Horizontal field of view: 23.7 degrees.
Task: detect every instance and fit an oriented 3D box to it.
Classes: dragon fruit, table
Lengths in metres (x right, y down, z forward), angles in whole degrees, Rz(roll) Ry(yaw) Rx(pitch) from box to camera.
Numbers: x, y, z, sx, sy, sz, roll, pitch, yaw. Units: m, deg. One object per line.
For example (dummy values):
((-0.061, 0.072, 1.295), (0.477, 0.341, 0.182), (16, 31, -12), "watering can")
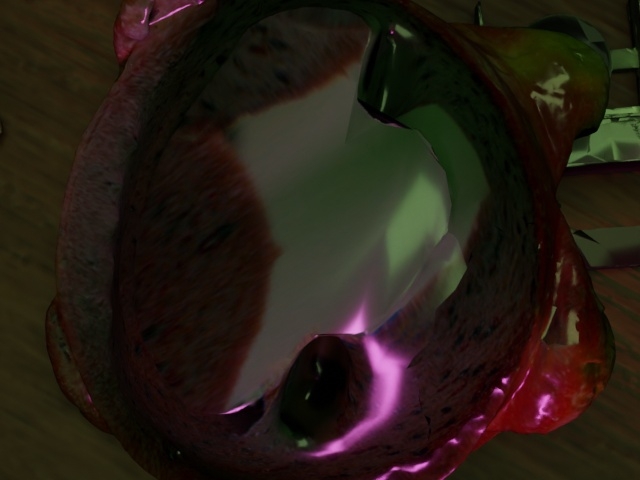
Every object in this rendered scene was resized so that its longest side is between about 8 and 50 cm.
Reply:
((0.000, 0.000, 0.692), (0.295, 0.130, 0.268), (-43, 73, 11), "dragon fruit")
((0.159, -0.045, 0.764), (0.146, 0.062, 0.175), (-5, 86, -2), "table")

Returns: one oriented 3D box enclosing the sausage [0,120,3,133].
((-0.189, -0.092, 0.780), (0.015, 0.015, 0.100), (-30, 84, -5), "sausage")
